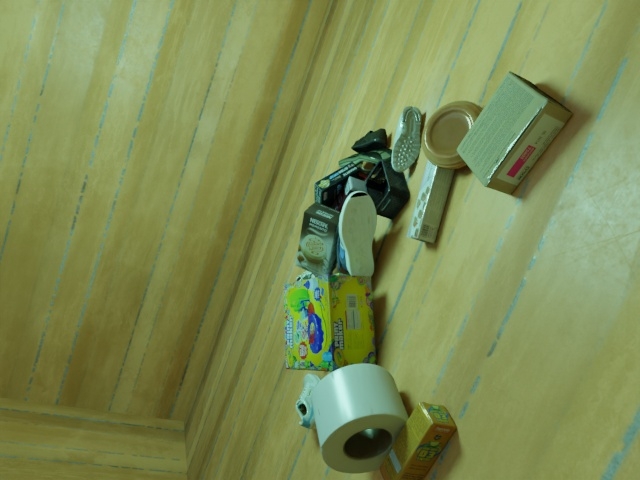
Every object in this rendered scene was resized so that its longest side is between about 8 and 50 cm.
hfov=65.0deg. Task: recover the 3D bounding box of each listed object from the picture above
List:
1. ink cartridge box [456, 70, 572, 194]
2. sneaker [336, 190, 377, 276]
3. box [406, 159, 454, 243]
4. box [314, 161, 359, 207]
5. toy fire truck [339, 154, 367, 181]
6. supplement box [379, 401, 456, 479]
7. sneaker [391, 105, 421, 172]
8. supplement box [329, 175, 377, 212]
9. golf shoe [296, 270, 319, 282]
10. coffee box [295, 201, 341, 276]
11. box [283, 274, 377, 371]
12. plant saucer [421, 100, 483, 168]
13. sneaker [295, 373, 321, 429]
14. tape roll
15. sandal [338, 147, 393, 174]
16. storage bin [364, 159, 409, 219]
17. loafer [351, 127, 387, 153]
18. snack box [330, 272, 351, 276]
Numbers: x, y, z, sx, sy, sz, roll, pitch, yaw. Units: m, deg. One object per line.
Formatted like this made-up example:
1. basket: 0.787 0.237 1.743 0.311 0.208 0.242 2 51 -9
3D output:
1. ink cartridge box: 0.458 -0.259 1.217 0.235 0.088 0.193 -60 27 30
2. sneaker: 0.110 -0.037 1.748 0.236 0.130 0.323 -118 22 -68
3. box: 0.335 -0.153 1.473 0.063 0.067 0.324 12 86 68
4. box: 0.061 -0.185 1.928 0.051 0.175 0.220 52 162 23
5. toy fire truck: 0.131 -0.279 2.085 0.192 0.047 0.135 -35 43 58
6. supplement box: 0.234 0.509 1.228 0.233 0.078 0.080 -67 22 18
7. sneaker: 0.289 -0.336 1.716 0.095 0.090 0.235 140 146 -75
8. supplement box: 0.113 -0.117 1.901 0.239 0.130 0.073 -57 27 38
9. golf shoe: -0.031 0.153 2.080 0.105 0.120 0.273 12 84 70
10. coffee box: 0.000 0.000 1.884 0.098 0.141 0.247 -43 -31 -52
11. box: 0.023 0.274 1.651 0.279 0.177 0.290 -19 70 54
12. plant saucer: 0.371 -0.300 1.404 0.200 0.037 0.200 -10 74 36
13. sneaker: -0.041 0.577 1.832 0.229 0.092 0.087 -104 35 -54
14. tape roll: 0.107 0.474 1.339 0.246 0.246 0.169 -62 23 27
15. sandal: 0.182 -0.291 1.904 0.302 0.120 0.086 7 114 62
16. storage bin: 0.227 -0.175 1.728 0.122 0.084 0.180 -56 26 38
17. loafer: 0.200 -0.387 1.973 0.220 0.080 0.078 0 65 62
18. snack box: 0.042 0.239 1.903 0.174 0.070 0.207 -27 49 61
